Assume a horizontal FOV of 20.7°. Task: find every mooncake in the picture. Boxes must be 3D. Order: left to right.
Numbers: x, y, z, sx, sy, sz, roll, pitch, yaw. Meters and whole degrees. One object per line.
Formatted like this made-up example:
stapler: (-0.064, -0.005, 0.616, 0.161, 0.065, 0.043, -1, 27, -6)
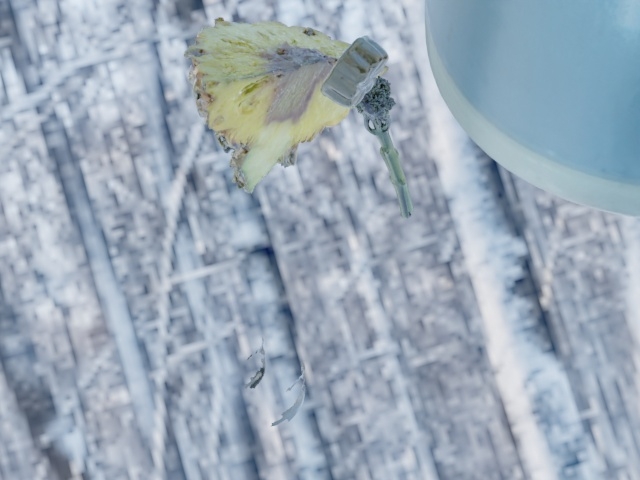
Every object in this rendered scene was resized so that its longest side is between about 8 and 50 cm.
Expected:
mooncake: (-0.011, -0.006, 1.427, 0.150, 0.057, 0.347, -41, -30, -34)

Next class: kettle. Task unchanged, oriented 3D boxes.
kettle: (0.189, -0.230, 0.799, 0.247, 0.319, 0.342, 22, -32, 17)

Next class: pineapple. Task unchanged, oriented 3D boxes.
pineapple: (-0.069, -0.150, 1.864, 0.250, 0.140, 0.164, -18, -44, -36)

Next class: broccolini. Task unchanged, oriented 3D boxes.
broccolini: (0.061, -0.089, 1.698, 0.042, 0.044, 0.218, -14, -33, 3)
